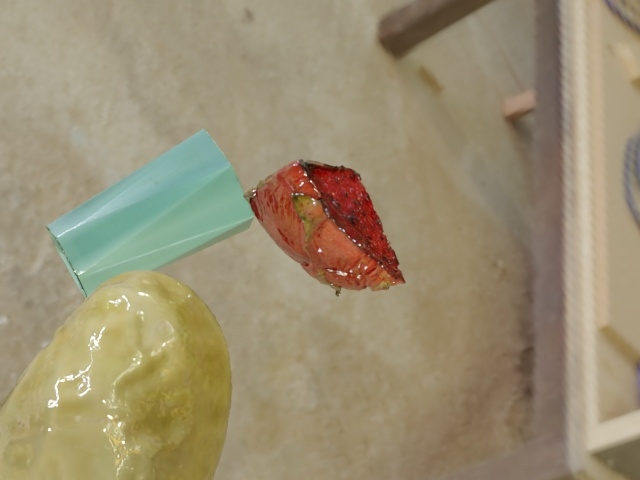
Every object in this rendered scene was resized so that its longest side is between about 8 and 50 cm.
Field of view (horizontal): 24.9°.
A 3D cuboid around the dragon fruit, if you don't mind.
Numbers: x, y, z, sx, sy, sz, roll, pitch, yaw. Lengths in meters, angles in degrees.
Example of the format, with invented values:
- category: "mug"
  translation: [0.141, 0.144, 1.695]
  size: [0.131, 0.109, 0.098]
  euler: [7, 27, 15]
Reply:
- category: "dragon fruit"
  translation: [-0.001, 0.000, 1.528]
  size: [0.120, 0.127, 0.161]
  euler: [-1, 57, -53]

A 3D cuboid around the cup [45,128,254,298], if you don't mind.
- category: "cup"
  translation: [-0.215, -0.020, 1.831]
  size: [0.148, 0.236, 0.134]
  euler: [49, -16, 37]

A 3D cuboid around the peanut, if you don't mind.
- category: "peanut"
  translation: [-0.142, 0.170, 0.897]
  size: [0.147, 0.147, 0.319]
  euler: [27, 64, -40]
